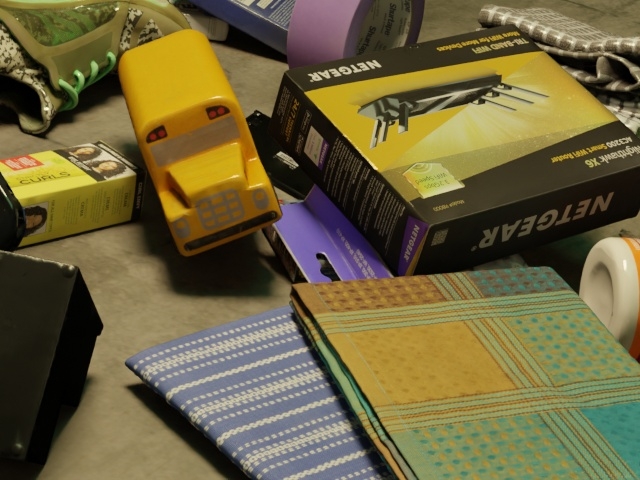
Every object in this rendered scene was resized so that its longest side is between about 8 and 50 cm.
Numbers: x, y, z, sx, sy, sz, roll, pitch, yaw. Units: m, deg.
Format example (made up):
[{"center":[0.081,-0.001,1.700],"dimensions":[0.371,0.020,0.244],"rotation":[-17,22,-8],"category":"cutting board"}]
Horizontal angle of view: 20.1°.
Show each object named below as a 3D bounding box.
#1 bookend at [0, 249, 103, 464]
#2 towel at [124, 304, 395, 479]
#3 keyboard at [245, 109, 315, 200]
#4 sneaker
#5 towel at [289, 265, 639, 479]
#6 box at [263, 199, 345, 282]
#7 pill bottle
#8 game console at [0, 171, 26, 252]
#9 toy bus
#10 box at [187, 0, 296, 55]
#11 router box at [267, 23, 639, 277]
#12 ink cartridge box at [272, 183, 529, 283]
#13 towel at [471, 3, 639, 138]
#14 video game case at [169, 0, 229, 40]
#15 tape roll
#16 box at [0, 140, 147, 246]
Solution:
[{"center":[-0.234,0.108,1.424],"dimensions":[0.072,0.156,0.157],"rotation":[11,-18,5],"category":"bookend"},{"center":[0.029,0.155,1.478],"dimensions":[0.243,0.040,0.336],"rotation":[-14,35,-36],"category":"towel"},{"center":[-0.023,-0.083,1.972],"dimensions":[0.100,0.038,0.192],"rotation":[-36,48,-25],"category":"keyboard"},{"center":[-0.310,-0.192,2.014],"dimensions":[0.410,0.158,0.182],"rotation":[2,65,-39],"category":"sneaker"},{"center":[0.151,0.127,1.481],"dimensions":[0.271,0.040,0.370],"rotation":[-3,28,-20],"category":"towel"},{"center":[0.000,0.000,1.798],"dimensions":[0.094,0.027,0.137],"rotation":[2,26,-19],"category":"box"},{"center":[0.363,0.062,1.686],"dimensions":[0.221,0.121,0.121],"rotation":[3,26,-13],"category":"pill bottle"},{"center":[-0.430,-0.049,1.476],"dimensions":[0.293,0.250,0.173],"rotation":[55,18,18],"category":"game console"},{"center":[-0.125,-0.102,1.797],"dimensions":[0.108,0.130,0.333],"rotation":[-20,23,-3],"category":"toy bus"},{"center":[-0.076,-0.296,2.318],"dimensions":[0.225,0.036,0.136],"rotation":[28,24,2],"category":"box"},{"center":[0.142,-0.094,1.778],"dimensions":[0.308,0.081,0.243],"rotation":[-16,50,-35],"category":"router box"},{"center":[0.079,0.008,1.734],"dimensions":[0.208,0.045,0.206],"rotation":[-9,44,-27],"category":"ink cartridge box"},{"center":[0.323,-0.203,2.145],"dimensions":[0.235,0.121,0.283],"rotation":[24,11,25],"category":"towel"},{"center":[-0.266,-0.357,2.431],"dimensions":[0.299,0.036,0.329],"rotation":[7,26,-4],"category":"video game case"},{"center":[0.044,-0.257,2.155],"dimensions":[0.080,0.189,0.189],"rotation":[22,28,25],"category":"tape roll"},{"center":[-0.286,-0.040,1.748],"dimensions":[0.232,0.058,0.087],"rotation":[-15,36,-40],"category":"box"}]
